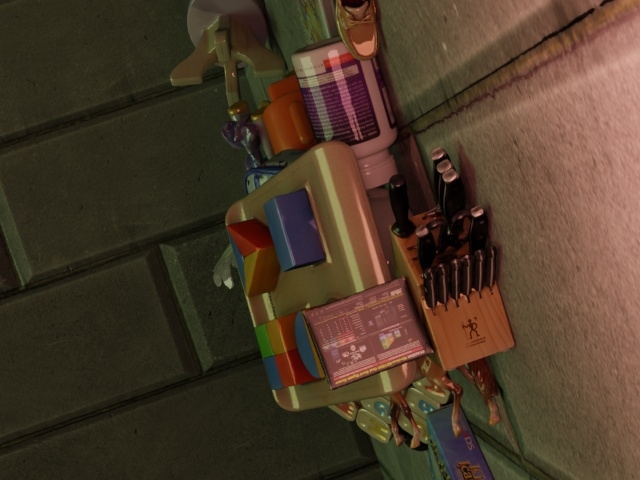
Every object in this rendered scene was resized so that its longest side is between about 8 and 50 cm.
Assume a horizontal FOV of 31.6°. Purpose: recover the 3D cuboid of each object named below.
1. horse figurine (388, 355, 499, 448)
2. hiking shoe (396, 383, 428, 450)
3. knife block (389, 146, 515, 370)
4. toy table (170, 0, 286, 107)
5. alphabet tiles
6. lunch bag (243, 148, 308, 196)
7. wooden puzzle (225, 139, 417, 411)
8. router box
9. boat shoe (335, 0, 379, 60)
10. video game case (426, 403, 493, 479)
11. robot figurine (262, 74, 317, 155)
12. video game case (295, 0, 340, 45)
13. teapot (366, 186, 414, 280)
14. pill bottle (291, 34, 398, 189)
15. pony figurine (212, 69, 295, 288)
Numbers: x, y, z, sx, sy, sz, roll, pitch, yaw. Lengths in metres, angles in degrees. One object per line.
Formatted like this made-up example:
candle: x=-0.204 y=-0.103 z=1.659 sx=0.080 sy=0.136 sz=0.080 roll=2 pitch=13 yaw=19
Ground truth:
horse figurine: x=0.135 y=0.183 z=1.510 sx=0.263 sy=0.066 sz=0.174 roll=-23 pitch=87 yaw=45
hiking shoe: x=0.121 y=0.226 z=1.986 sx=0.132 sy=0.113 sz=0.304 roll=109 pitch=142 yaw=-80
knife block: x=0.131 y=0.014 z=1.291 sx=0.276 sy=0.088 sz=0.242 roll=-142 pitch=34 yaw=-81
toy table: x=-0.207 y=-0.424 z=2.500 sx=0.274 sy=0.252 sz=0.161 roll=59 pitch=-157 yaw=-58
alphabet tiles: x=0.080 y=0.215 z=1.846 sx=0.278 sy=0.021 sz=0.284 roll=32 pitch=139 yaw=19
lunch bag: x=0.000 y=0.000 z=1.868 sx=0.243 sy=0.115 sz=0.303 roll=5 pitch=121 yaw=45
wooden puzzle: x=-0.030 y=0.066 z=1.507 sx=0.348 sy=0.080 sz=0.322 roll=-26 pitch=78 yaw=60
router box: x=0.052 y=0.103 z=1.257 sx=0.038 sy=0.122 sz=0.092 roll=82 pitch=168 yaw=-82
boat shoe: x=0.041 y=-0.280 z=1.367 sx=0.045 sy=0.050 sz=0.135 roll=-108 pitch=1 yaw=-71
video game case: x=0.239 y=0.424 z=1.769 sx=0.244 sy=0.061 sz=0.269 roll=81 pitch=169 yaw=-57
robot figurine: x=-0.021 y=-0.177 z=1.968 sx=0.158 sy=0.128 sz=0.219 roll=-40 pitch=65 yaw=53
video game case: x=-0.013 y=-0.373 z=1.728 sx=0.227 sy=0.026 sz=0.206 roll=-119 pitch=11 yaw=-62
teapot: x=0.047 y=0.053 z=1.637 sx=0.252 sy=0.187 sz=0.256 roll=96 pitch=159 yaw=-62
pill bottle: x=0.039 y=-0.166 z=1.479 sx=0.108 sy=0.108 sz=0.193 roll=-129 pitch=21 yaw=-75
pony figurine: x=-0.064 y=-0.100 z=2.178 sx=0.363 sy=0.303 sz=0.351 roll=70 pitch=-152 yaw=-24
